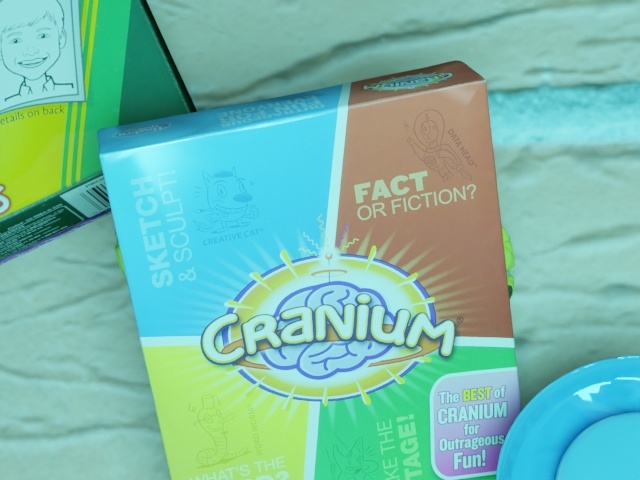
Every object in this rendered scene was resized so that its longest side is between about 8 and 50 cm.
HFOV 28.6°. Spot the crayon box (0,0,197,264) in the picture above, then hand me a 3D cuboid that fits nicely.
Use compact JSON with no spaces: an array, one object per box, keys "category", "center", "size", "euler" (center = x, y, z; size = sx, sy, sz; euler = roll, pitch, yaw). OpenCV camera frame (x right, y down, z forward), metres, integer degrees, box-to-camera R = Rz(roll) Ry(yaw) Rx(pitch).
[{"category":"crayon box","center":[-0.309,-0.131,0.964],"size":[0.363,0.106,0.313],"euler":[-25,78,0]}]

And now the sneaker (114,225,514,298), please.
[{"category":"sneaker","center":[0.000,0.000,0.909],"size":[0.295,0.123,0.109],"euler":[7,93,-12]}]

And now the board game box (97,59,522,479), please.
[{"category":"board game box","center":[0.003,0.061,0.823],"size":[0.242,0.064,0.316],"euler":[-12,110,-6]}]

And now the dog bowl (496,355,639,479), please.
[{"category":"dog bowl","center":[0.222,0.208,0.729],"size":[0.166,0.074,0.297],"euler":[-28,58,-2]}]
